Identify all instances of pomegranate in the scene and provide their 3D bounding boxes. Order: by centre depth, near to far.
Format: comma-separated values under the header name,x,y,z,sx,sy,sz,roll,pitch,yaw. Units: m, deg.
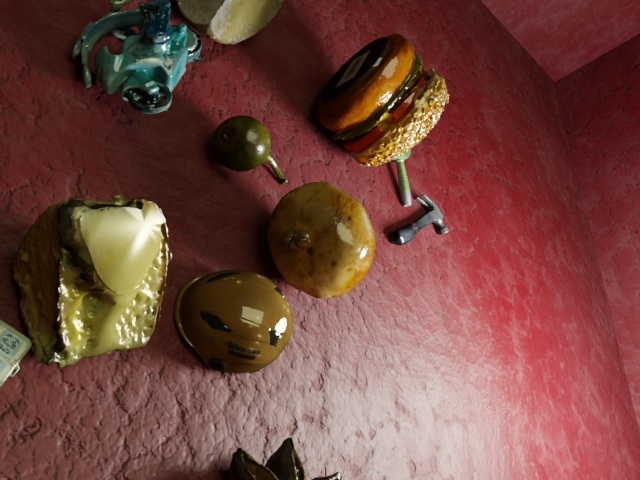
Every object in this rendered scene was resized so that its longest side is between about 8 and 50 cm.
name,x,y,z,sx,sy,sz,roll,pitch,yaw
pomegranate,0.000,0.000,1.251,0.248,0.248,0.248,26,51,-36

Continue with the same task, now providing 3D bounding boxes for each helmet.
name,x,y,z,sx,sy,sz,roll,pitch,yaw
helmet,-0.139,0.137,1.090,0.224,0.130,0.198,31,45,-31

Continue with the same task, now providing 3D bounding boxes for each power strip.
name,x,y,z,sx,sy,sz,roll,pitch,yaw
power strip,-0.485,0.121,0.793,0.192,0.035,0.081,44,44,-21

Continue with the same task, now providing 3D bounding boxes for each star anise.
name,x,y,z,sx,sy,sz,roll,pitch,yaw
star anise,-0.068,0.492,0.971,0.331,0.117,0.332,27,43,-28

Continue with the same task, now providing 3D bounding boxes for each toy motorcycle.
name,x,y,z,sx,sy,sz,roll,pitch,yaw
toy motorcycle,-0.353,-0.360,1.150,0.206,0.154,0.260,23,52,-8

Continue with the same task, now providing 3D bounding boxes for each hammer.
name,x,y,z,sx,sy,sz,roll,pitch,yaw
hammer,0.281,-0.049,1.732,0.290,0.037,0.137,-26,89,-52

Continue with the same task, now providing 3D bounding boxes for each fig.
name,x,y,z,sx,sy,sz,roll,pitch,yaw
fig,-0.137,-0.190,1.314,0.236,0.124,0.124,29,47,-54

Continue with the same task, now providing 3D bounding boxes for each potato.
name,x,y,z,sx,sy,sz,roll,pitch,yaw
potato,-0.243,-0.581,1.435,0.264,0.211,0.189,-61,163,-11

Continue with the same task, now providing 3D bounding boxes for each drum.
name,x,y,z,sx,sy,sz,roll,pitch,yaw
drum,0.247,-0.230,1.793,0.130,0.049,0.253,-17,92,-59

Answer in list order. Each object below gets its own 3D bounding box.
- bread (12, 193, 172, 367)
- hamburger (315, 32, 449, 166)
name,x,y,z,sx,sy,sz,roll,pitch,yaw
bread,-0.338,0.048,0.901,0.204,0.162,0.262,-1,111,-49
hamburger,0.164,-0.362,1.575,0.250,0.330,0.330,42,42,-24
